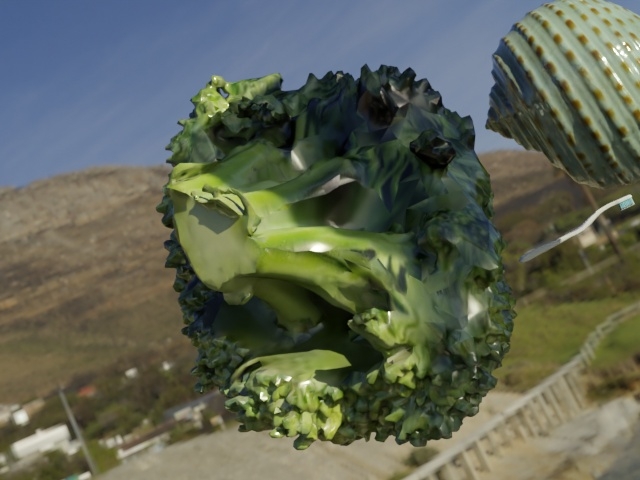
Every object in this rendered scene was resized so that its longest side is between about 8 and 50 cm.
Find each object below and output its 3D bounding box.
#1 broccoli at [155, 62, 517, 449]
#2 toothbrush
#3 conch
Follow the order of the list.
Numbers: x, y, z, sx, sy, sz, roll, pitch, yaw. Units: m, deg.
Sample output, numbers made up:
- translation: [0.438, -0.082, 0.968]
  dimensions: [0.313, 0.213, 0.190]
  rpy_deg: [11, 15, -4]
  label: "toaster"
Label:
- translation: [0.001, -0.001, 0.577]
  dimensions: [0.198, 0.226, 0.176]
  rpy_deg: [-38, 1, 22]
  label: "broccoli"
- translation: [0.256, -0.011, 1.090]
  dimensions: [0.131, 0.013, 0.011]
  rpy_deg: [-29, -1, 0]
  label: "toothbrush"
- translation: [0.234, -0.138, 0.943]
  dimensions: [0.131, 0.172, 0.200]
  rpy_deg: [5, -31, -45]
  label: "conch"
